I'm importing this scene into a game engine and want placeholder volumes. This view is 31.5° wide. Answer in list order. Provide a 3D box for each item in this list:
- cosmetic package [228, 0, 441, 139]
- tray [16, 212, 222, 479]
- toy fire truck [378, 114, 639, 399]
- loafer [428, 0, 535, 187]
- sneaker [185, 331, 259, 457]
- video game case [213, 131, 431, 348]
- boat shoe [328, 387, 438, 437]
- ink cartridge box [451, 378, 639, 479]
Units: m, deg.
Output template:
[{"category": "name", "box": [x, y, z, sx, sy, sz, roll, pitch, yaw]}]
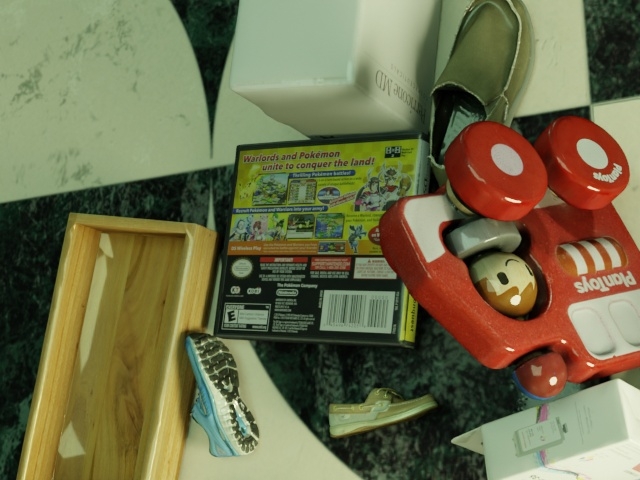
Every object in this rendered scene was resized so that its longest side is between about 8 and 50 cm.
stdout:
[{"category": "cosmetic package", "box": [0.038, -0.361, 1.333, 0.161, 0.230, 0.453, 2, 80, 26]}, {"category": "tray", "box": [-0.260, 0.178, 1.447, 0.202, 0.076, 0.411, 5, 81, 27]}, {"category": "toy fire truck", "box": [0.215, 0.027, 1.124, 0.169, 0.302, 0.254, -51, 57, 45]}, {"category": "loafer", "box": [0.181, -0.174, 1.296, 0.094, 0.087, 0.251, 7, 82, 28]}, {"category": "sneaker", "box": [-0.137, 0.191, 1.380, 0.073, 0.063, 0.162, -26, 78, 29]}, {"category": "video game case", "box": [0.000, 0.000, 1.363, 0.275, 0.035, 0.248, -1, 78, 34]}, {"category": "boat shoe", "box": [0.067, 0.190, 1.290, 0.135, 0.050, 0.045, -18, 76, 22]}, {"category": "ink cartridge box", "box": [0.243, 0.211, 1.136, 0.198, 0.115, 0.067, -26, 53, 33]}]
